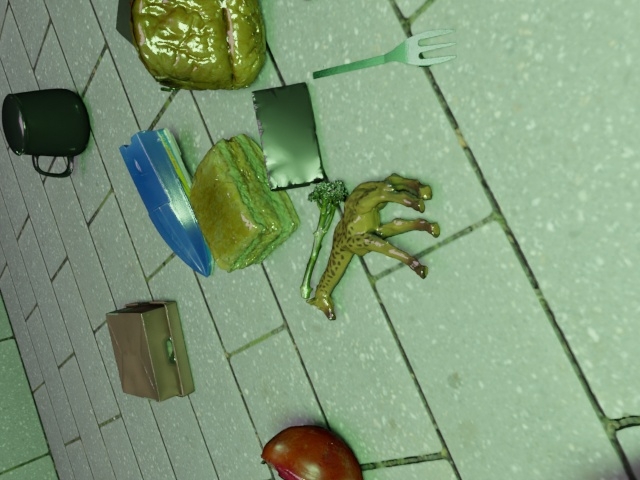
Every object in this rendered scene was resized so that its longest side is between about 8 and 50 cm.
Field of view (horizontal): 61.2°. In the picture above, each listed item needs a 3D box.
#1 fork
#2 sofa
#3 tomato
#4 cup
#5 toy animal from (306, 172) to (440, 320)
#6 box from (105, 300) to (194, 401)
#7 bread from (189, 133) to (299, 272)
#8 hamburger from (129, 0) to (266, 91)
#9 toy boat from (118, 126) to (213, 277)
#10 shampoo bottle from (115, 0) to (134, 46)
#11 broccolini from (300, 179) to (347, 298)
[{"bbox_3d":[0.064,-0.225,0.684,0.235,0.021,0.039,4,100,45],"label":"fork"},{"bbox_3d":[-0.047,-0.150,0.797,0.060,0.085,0.147,-134,32,-86],"label":"sofa"},{"bbox_3d":[0.000,0.352,0.851,0.173,0.099,0.189,20,155,26],"label":"tomato"},{"bbox_3d":[-0.678,-0.262,1.340,0.169,0.176,0.223,19,113,39],"label":"cup"},{"bbox_3d":[0.054,0.009,0.730,0.275,0.054,0.149,-33,78,45],"label":"toy animal"},{"bbox_3d":[-0.396,0.249,1.239,0.215,0.086,0.215,-8,94,46],"label":"box"},{"bbox_3d":[-0.136,-0.063,0.877,0.138,0.102,0.196,-39,70,42],"label":"bread"},{"bbox_3d":[-0.188,-0.315,0.806,0.205,0.130,0.183,-2,108,8],"label":"hamburger"},{"bbox_3d":[-0.277,-0.064,1.045,0.129,0.088,0.296,-18,98,47],"label":"toy boat"},{"bbox_3d":[-0.293,-0.378,0.974,0.246,0.080,0.079,43,127,31],"label":"shampoo bottle"},{"bbox_3d":[0.002,-0.004,0.794,0.054,0.052,0.194,14,115,7],"label":"broccolini"}]
